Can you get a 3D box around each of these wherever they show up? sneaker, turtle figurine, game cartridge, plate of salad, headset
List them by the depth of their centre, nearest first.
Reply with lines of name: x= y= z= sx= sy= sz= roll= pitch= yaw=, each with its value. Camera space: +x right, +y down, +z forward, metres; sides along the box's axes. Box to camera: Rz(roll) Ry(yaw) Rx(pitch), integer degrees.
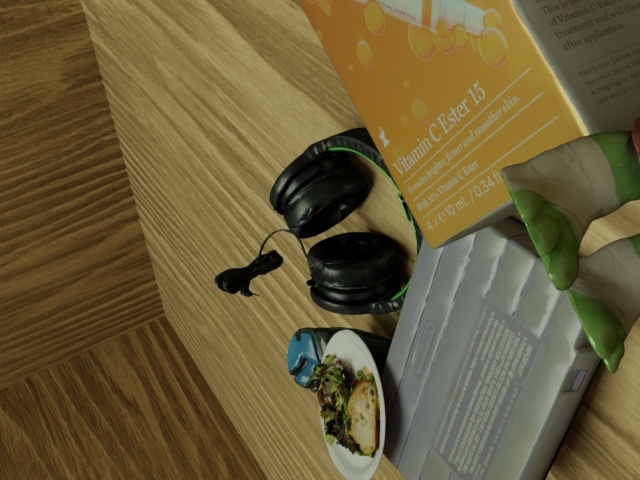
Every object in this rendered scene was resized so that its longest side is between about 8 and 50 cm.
turtle figurine: x=0.237 y=-0.014 z=0.286 sx=0.198 sy=0.266 sz=0.274 roll=15 pitch=-130 yaw=-65
game cartridge: x=0.172 y=0.150 z=0.755 sx=0.230 sy=0.068 sz=0.355 roll=39 pitch=126 yaw=41
plate of salad: x=0.029 y=0.218 z=0.898 sx=0.200 sy=0.048 sz=0.199 roll=180 pitch=90 yaw=-66
headset: x=0.000 y=0.000 z=0.943 sx=0.394 sy=0.185 sz=0.243 roll=-21 pitch=92 yaw=56
sneaker: x=0.115 y=0.191 z=0.986 sx=0.341 sy=0.140 sz=0.125 roll=19 pitch=104 yaw=38

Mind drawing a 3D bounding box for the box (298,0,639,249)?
box: x=0.113 y=-0.200 z=0.517 sx=0.345 sy=0.168 sz=0.215 roll=63 pitch=158 yaw=9
